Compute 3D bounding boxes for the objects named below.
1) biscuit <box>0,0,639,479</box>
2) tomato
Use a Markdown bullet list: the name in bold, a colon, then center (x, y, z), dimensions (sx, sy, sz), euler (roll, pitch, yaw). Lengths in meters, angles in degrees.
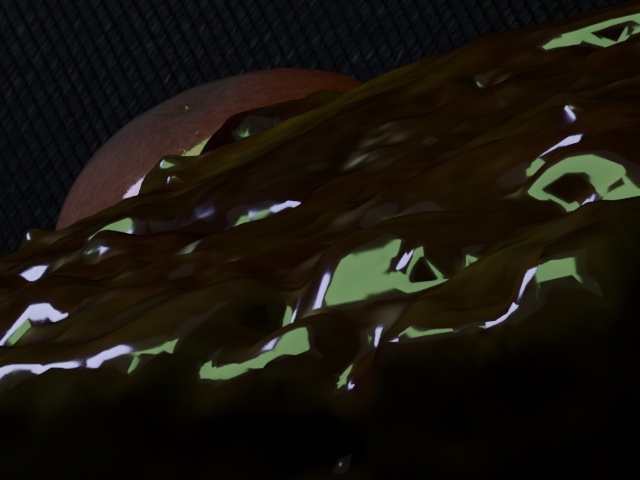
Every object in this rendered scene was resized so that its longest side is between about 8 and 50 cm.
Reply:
- **biscuit**: center (0.034, 0.039, 0.651), dimensions (0.342, 0.166, 0.395), euler (-16, 10, 34)
- **tomato**: center (-0.032, 0.018, 1.150), dimensions (0.256, 0.224, 0.256), euler (-24, 17, 8)
